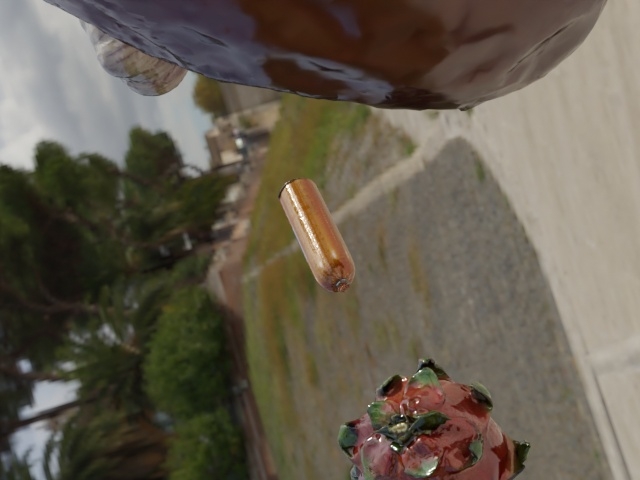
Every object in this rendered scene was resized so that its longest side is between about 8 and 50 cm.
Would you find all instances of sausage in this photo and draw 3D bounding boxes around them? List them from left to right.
[{"bbox_3d":[0.000,0.000,0.839,0.031,0.031,0.107,73,174,-45],"label":"sausage"}]

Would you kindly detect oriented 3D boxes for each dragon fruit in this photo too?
[{"bbox_3d":[0.093,0.203,1.032,0.137,0.135,0.236,50,151,38],"label":"dragon fruit"}]

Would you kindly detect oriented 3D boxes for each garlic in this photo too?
[{"bbox_3d":[-0.194,-0.227,1.304,0.147,0.102,0.159,55,-175,0],"label":"garlic"}]

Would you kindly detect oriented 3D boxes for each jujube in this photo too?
[{"bbox_3d":[-0.026,-0.205,0.564,0.276,0.376,0.277,-29,55,51],"label":"jujube"}]
